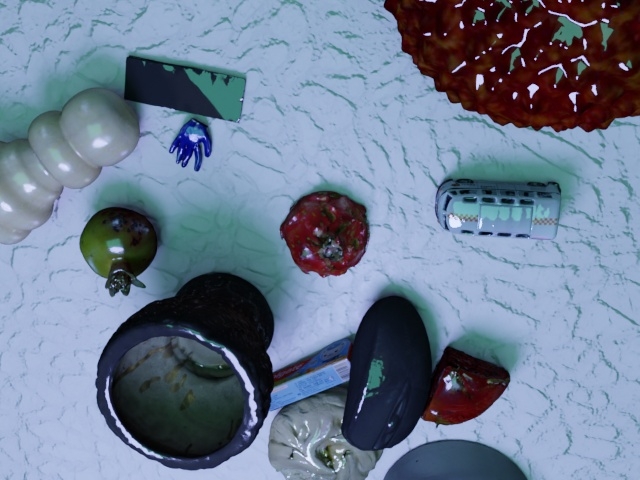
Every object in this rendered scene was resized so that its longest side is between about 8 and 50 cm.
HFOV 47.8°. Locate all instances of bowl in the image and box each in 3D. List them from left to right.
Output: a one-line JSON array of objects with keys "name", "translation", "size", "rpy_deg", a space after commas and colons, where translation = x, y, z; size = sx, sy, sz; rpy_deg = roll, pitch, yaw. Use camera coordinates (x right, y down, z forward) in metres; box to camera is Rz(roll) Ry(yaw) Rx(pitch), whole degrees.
[{"name": "bowl", "translation": [0.246, 0.522, 1.299], "size": [0.289, 0.146, 0.289], "rpy_deg": [3, 111, 7]}]

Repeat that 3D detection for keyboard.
[{"name": "keyboard", "translation": [-0.219, -0.243, 1.160], "size": [0.196, 0.015, 0.074], "rpy_deg": [12, 115, 4]}]

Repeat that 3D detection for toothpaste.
[{"name": "toothpaste", "translation": [-0.018, 0.237, 1.283], "size": [0.193, 0.070, 0.044], "rpy_deg": [-26, 109, 23]}]

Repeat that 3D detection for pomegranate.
[{"name": "pomegranate", "translation": [-0.331, 0.012, 1.192], "size": [0.129, 0.159, 0.130], "rpy_deg": [-7, 112, -19]}]

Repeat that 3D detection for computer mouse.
[{"name": "computer mouse", "translation": [0.118, 0.230, 1.200], "size": [0.137, 0.086, 0.270], "rpy_deg": [5, 96, -26]}]

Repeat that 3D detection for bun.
[{"name": "bun", "translation": [0.006, 0.375, 1.295], "size": [0.209, 0.116, 0.237], "rpy_deg": [19, 109, 0]}]

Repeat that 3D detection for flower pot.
[{"name": "flower pot", "translation": [-0.192, 0.187, 1.176], "size": [0.266, 0.267, 0.267], "rpy_deg": [3, 111, 7]}]

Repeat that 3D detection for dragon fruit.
[{"name": "dragon fruit", "translation": [0.000, 0.000, 1.167], "size": [0.153, 0.111, 0.153], "rpy_deg": [2, 106, 8]}, {"name": "dragon fruit", "translation": [0.240, 0.272, 1.226], "size": [0.120, 0.127, 0.161], "rpy_deg": [24, 109, 6]}]

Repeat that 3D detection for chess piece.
[{"name": "chess piece", "translation": [-0.430, -0.137, 1.166], "size": [0.299, 0.167, 0.167], "rpy_deg": [-31, 103, 10]}]

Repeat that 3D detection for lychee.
[{"name": "lychee", "translation": [0.287, -0.324, 0.866], "size": [0.424, 0.425, 0.500], "rpy_deg": [-19, 145, 14]}]

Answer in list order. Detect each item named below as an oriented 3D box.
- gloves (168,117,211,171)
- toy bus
[{"name": "gloves", "translation": [-0.209, -0.154, 1.182], "size": [0.064, 0.026, 0.086], "rpy_deg": [31, 111, -6]}, {"name": "toy bus", "translation": [0.276, -0.046, 1.121], "size": [0.193, 0.089, 0.087], "rpy_deg": [4, 110, 8]}]
